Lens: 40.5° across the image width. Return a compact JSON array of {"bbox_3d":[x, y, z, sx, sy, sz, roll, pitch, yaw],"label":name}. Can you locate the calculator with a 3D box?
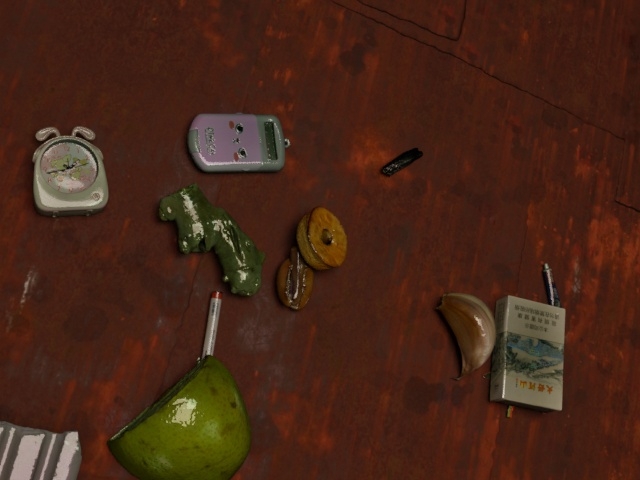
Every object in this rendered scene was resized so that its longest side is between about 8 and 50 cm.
[{"bbox_3d":[-0.186,-0.224,1.995,0.246,0.045,0.141,-2,78,-23],"label":"calculator"}]

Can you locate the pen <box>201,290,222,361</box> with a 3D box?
[{"bbox_3d":[-0.239,0.217,1.873,0.026,0.026,0.218,12,73,-18],"label":"pen"}]

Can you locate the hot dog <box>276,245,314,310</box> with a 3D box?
[{"bbox_3d":[-0.054,0.085,1.960,0.089,0.060,0.140,21,65,-21],"label":"hot dog"}]

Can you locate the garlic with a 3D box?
[{"bbox_3d":[0.366,0.218,2.062,0.128,0.115,0.207,-9,83,-29],"label":"garlic"}]

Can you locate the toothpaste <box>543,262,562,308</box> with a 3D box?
[{"bbox_3d":[0.593,0.126,2.224,0.037,0.021,0.140,-9,83,-18],"label":"toothpaste"}]

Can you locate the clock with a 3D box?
[{"bbox_3d":[-0.531,-0.148,1.830,0.151,0.062,0.191,-3,77,-21],"label":"clock"}]

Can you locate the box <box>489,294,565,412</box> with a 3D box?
[{"bbox_3d":[0.505,0.277,2.115,0.164,0.069,0.257,13,69,-15],"label":"box"}]

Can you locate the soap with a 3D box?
[{"bbox_3d":[-0.600,0.482,1.590,0.257,0.159,0.302,18,69,-20],"label":"soap"}]

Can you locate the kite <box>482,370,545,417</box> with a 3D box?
[{"bbox_3d":[0.482,0.359,2.125,0.190,0.010,0.159,32,66,-7],"label":"kite"}]

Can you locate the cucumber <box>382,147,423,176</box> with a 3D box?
[{"bbox_3d":[0.203,-0.196,2.145,0.135,0.034,0.033,-33,85,-25],"label":"cucumber"}]

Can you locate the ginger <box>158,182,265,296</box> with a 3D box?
[{"bbox_3d":[-0.235,0.000,1.900,0.290,0.089,0.137,42,48,-12],"label":"ginger"}]

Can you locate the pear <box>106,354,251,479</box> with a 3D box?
[{"bbox_3d":[-0.248,0.406,1.762,0.288,0.139,0.239,-40,104,-19],"label":"pear"}]

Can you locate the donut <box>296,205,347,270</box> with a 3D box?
[{"bbox_3d":[0.000,0.000,1.974,0.152,0.058,0.152,36,41,-39],"label":"donut"}]
